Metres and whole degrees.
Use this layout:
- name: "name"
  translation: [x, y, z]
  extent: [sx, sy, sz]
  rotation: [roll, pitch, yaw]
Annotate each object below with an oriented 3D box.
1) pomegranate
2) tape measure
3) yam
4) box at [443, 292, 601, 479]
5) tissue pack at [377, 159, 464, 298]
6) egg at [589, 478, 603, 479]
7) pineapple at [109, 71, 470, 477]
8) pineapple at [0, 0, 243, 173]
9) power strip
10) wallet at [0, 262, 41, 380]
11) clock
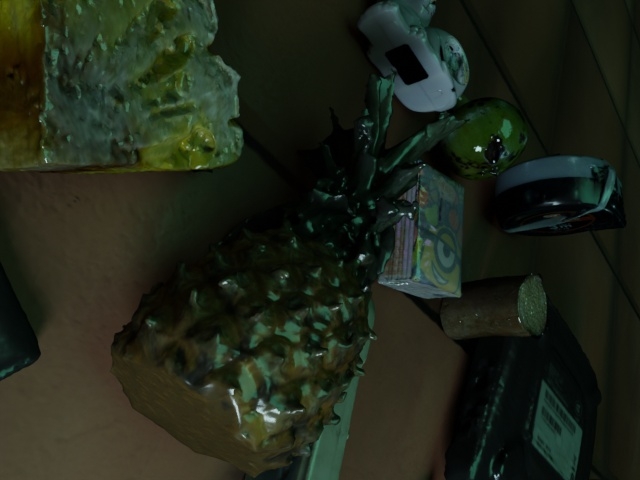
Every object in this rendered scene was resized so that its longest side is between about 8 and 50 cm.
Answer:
- name: "pomegranate"
  translation: [0.210, -0.154, 0.755]
  extent: [0.122, 0.122, 0.161]
  rotation: [-8, 63, -49]
- name: "tape measure"
  translation: [0.366, -0.068, 0.856]
  extent: [0.181, 0.182, 0.107]
  rotation: [28, 61, -55]
- name: "yam"
  translation: [0.221, 0.088, 0.712]
  extent: [0.084, 0.127, 0.084]
  rotation: [11, 74, -43]
- name: "box"
  translation: [0.314, 0.278, 0.814]
  extent: [0.359, 0.091, 0.350]
  rotation: [48, 52, -30]
- name: "tissue pack"
  translation: [0.126, -0.010, 0.667]
  extent: [0.109, 0.060, 0.148]
  rotation: [21, 70, -46]
- name: "egg"
  translation: [0.483, 0.486, 0.961]
  extent: [0.103, 0.103, 0.135]
  rotation: [54, 51, -28]
- name: "pineapple"
  translation: [-0.001, 0.003, 0.451]
  extent: [0.165, 0.166, 0.364]
  rotation: [58, 45, -25]
- name: "pineapple"
  translation: [-0.139, -0.115, 0.349]
  extent: [0.236, 0.115, 0.186]
  rotation: [56, 48, -31]
- name: "power strip"
  translation: [-0.010, 0.154, 0.475]
  extent: [0.048, 0.080, 0.285]
  rotation: [39, 57, -36]
- name: "wallet"
  translation: [-0.246, -0.018, 0.276]
  extent: [0.124, 0.025, 0.244]
  rotation: [-31, 107, -46]
- name: "clock"
  translation: [0.125, -0.248, 0.687]
  extent: [0.176, 0.080, 0.117]
  rotation: [44, 53, -33]
